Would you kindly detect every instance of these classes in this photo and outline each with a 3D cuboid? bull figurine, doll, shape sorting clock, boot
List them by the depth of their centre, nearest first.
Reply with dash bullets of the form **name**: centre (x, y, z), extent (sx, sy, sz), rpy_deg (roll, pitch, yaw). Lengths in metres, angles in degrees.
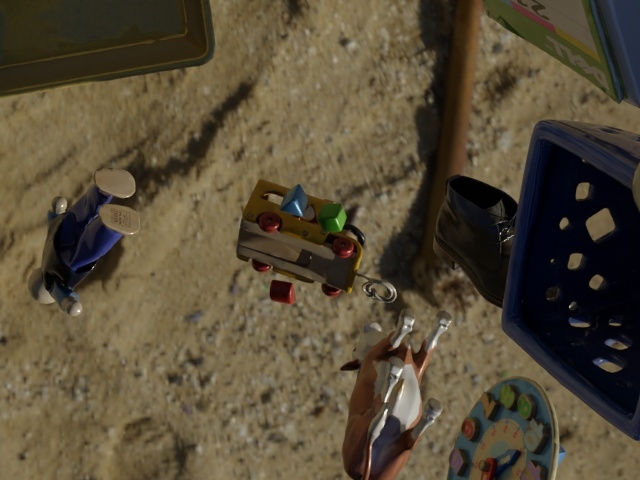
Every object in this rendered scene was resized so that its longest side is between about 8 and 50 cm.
- **doll**: centre (-0.231, 0.011, 1.098), extent (0.046, 0.129, 0.189), rpy_deg (7, 150, -35)
- **shape sorting clock**: centre (0.190, 0.245, 1.262), extent (0.040, 0.206, 0.206), rpy_deg (18, 121, -24)
- **boot**: centre (0.216, 0.009, 1.392), extent (0.082, 0.219, 0.106), rpy_deg (-30, 136, -30)
- **bull figurine**: centre (0.095, 0.194, 1.582), extent (0.101, 0.310, 0.188), rpy_deg (21, 126, -10)

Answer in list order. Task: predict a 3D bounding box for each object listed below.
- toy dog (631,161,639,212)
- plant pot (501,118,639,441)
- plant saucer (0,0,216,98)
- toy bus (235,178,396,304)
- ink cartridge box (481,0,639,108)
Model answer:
- **toy dog**: centre (0.371, 0.070, 0.856), extent (0.161, 0.220, 0.334), rpy_deg (-15, 90, -24)
- **plant pot**: centre (0.332, 0.024, 1.111), extent (0.212, 0.236, 0.236), rpy_deg (-4, 114, -23)
- **plant saucer**: centre (-0.286, -0.337, 1.338), extent (0.332, 0.081, 0.333), rpy_deg (-7, 90, 12)
- **toy bus**: centre (-0.010, -0.007, 1.543), extent (0.191, 0.104, 0.202), rpy_deg (-14, 129, 36)
- **ink cartridge box**: centre (0.164, -0.130, 0.485), extent (0.189, 0.097, 0.255), rpy_deg (-41, 138, -6)
